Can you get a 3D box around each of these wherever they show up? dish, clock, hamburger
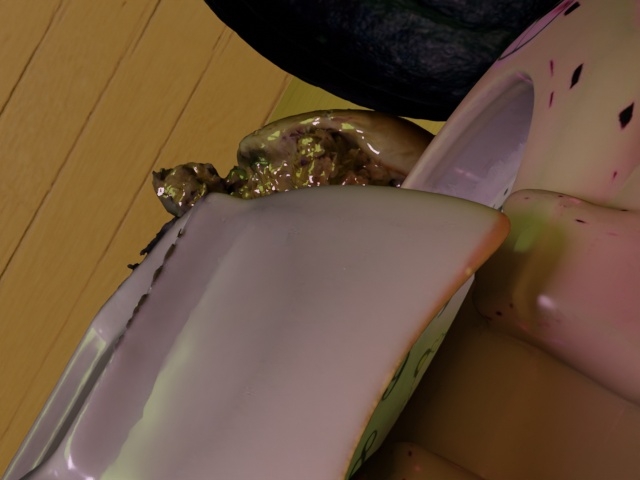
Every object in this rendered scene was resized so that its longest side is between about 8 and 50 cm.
[{"bbox_3d":[-0.041,0.058,0.562,0.151,0.077,0.212,-61,9,-22],"label":"dish"},{"bbox_3d":[0.062,0.043,0.645,0.309,0.114,0.284,-62,7,-14],"label":"clock"},{"bbox_3d":[0.000,0.000,0.957,0.159,0.185,0.131,88,-156,-76],"label":"hamburger"}]

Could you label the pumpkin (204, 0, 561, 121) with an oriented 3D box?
[{"bbox_3d":[0.074,-0.238,0.977,0.363,0.266,0.363,-155,90,-85],"label":"pumpkin"}]
